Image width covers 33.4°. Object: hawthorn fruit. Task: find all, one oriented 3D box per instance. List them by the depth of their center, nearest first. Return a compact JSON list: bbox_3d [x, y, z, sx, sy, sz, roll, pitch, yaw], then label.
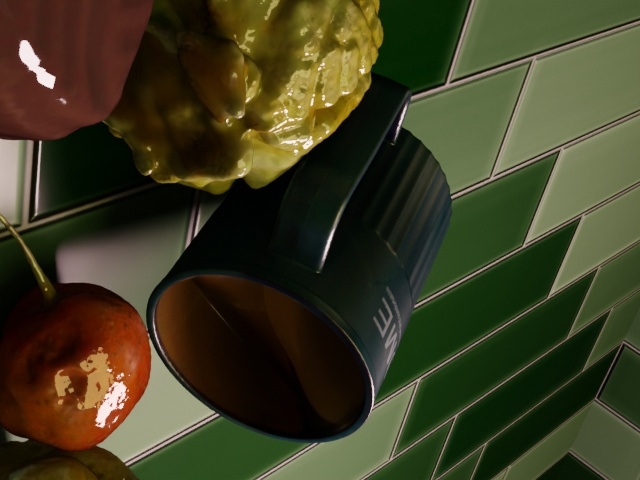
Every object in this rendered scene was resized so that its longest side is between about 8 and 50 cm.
[{"bbox_3d":[-0.254,0.067,1.017,0.165,0.165,0.285,-30,128,-36],"label":"hawthorn fruit"}]

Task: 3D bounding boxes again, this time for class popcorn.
[{"bbox_3d":[-0.074,-0.157,0.899,0.257,0.224,0.270,-56,-166,-5],"label":"popcorn"}]

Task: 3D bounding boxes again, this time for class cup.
[{"bbox_3d":[-0.016,0.002,1.110,0.292,0.242,0.307,-58,140,-42],"label":"cup"}]

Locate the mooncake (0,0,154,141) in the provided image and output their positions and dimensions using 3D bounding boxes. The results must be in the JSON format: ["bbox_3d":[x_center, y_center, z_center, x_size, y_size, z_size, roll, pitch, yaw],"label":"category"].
[{"bbox_3d":[-0.184,-0.219,0.635,0.326,0.174,0.333,-57,149,-57],"label":"mooncake"}]

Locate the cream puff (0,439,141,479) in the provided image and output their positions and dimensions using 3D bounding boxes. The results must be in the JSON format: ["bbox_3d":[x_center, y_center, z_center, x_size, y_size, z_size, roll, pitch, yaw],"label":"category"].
[{"bbox_3d":[-0.272,0.382,1.063,0.275,0.378,0.378,-43,153,-48],"label":"cream puff"}]
